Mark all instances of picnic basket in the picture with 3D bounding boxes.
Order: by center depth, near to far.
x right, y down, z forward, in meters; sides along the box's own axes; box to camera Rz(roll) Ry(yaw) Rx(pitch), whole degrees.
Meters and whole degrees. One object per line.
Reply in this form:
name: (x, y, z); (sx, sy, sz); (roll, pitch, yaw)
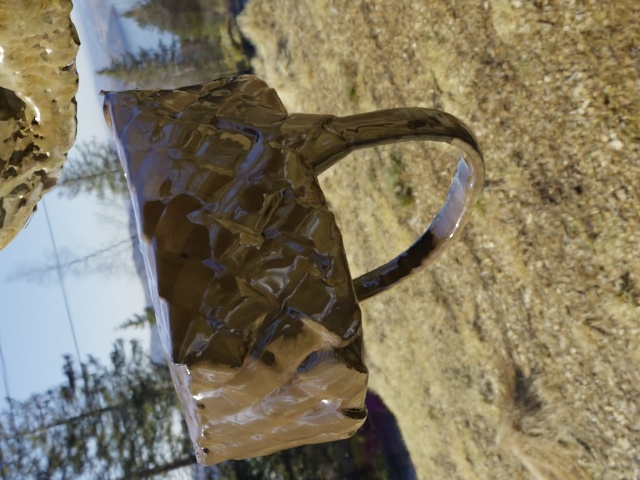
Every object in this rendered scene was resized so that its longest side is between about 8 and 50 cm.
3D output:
picnic basket: (0.000, 0.000, 0.609); (0.293, 0.337, 0.337); (96, 155, -55)

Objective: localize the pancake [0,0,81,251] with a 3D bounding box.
pancake: (-0.280, -0.023, 0.319); (0.082, 0.387, 0.387); (39, 151, 17)
